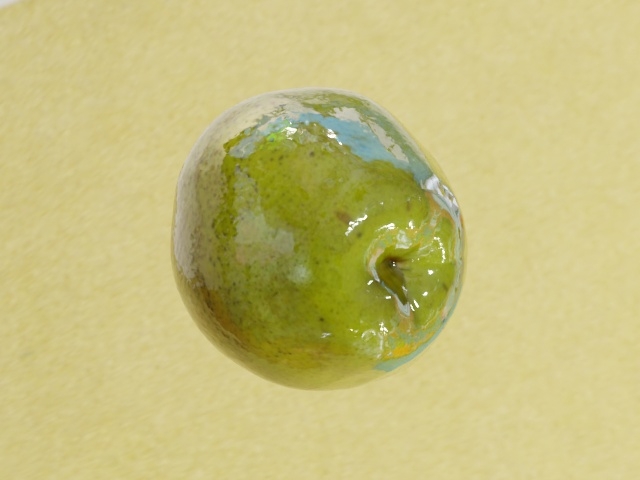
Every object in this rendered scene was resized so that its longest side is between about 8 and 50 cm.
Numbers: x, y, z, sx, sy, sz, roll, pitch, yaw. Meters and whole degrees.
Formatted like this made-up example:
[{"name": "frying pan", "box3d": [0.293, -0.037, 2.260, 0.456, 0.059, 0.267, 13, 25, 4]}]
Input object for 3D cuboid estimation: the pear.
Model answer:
[{"name": "pear", "box3d": [0.000, -0.001, 1.133, 0.198, 0.198, 0.198, 9, 71, -28]}]
